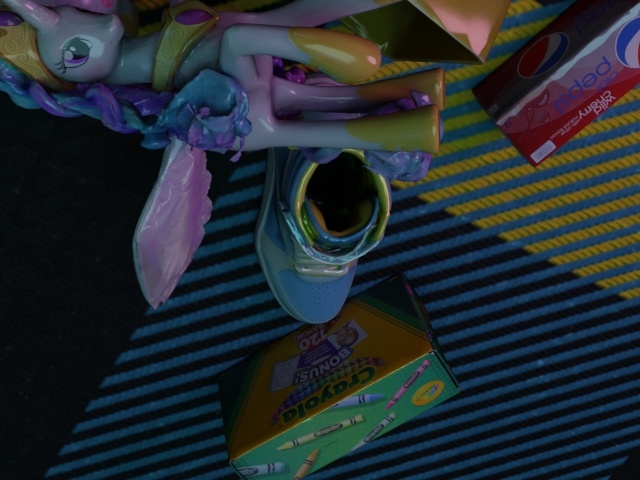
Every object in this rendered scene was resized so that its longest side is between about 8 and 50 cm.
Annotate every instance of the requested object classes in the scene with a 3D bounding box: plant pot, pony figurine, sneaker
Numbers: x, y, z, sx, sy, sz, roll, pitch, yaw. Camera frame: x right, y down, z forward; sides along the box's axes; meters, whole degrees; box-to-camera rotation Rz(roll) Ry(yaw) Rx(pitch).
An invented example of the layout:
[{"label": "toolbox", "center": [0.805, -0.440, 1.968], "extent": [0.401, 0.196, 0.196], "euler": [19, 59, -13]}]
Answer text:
[{"label": "plant pot", "center": [0.078, -0.303, 0.962], "extent": [0.212, 0.212, 0.187], "euler": [33, 88, -22]}, {"label": "pony figurine", "center": [-0.077, -0.124, 0.905], "extent": [0.364, 0.302, 0.351], "euler": [-1, 156, 10]}, {"label": "sneaker", "center": [0.000, 0.000, 1.136], "extent": [0.127, 0.208, 0.319], "euler": [-7, 123, -8]}]

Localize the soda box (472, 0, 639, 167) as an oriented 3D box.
[{"label": "soda box", "center": [0.300, -0.206, 1.135], "extent": [0.263, 0.092, 0.083], "euler": [-39, 120, 14]}]

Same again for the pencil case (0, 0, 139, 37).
[{"label": "pencil case", "center": [-0.264, -0.290, 0.960], "extent": [0.124, 0.113, 0.273], "euler": [-30, 125, -15]}]

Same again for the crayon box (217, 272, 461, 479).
[{"label": "crayon box", "center": [0.016, 0.175, 1.273], "extent": [0.278, 0.165, 0.081], "euler": [-30, 122, 8]}]
